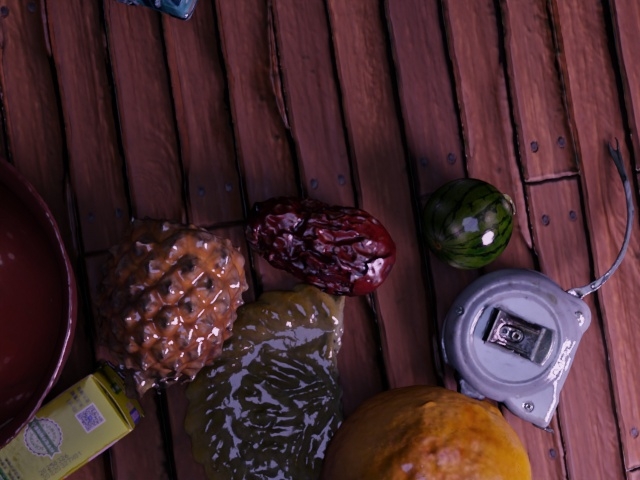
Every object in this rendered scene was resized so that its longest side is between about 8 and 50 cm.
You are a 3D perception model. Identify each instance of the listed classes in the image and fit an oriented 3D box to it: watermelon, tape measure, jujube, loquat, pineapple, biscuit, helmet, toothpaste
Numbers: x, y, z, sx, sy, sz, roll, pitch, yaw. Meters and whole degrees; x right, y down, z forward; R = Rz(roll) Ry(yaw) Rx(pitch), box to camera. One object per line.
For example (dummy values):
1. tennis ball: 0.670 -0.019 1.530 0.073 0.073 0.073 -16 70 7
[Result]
1. watermelon: 0.161 -0.022 1.306 0.109 0.109 0.109 0 89 -1
2. tape measure: 0.242 0.029 1.313 0.164 0.084 0.330 19 90 -5
3. jujube: 0.001 0.000 1.306 0.166 0.104 0.104 26 88 7
4. loquat: 0.105 0.261 1.245 0.238 0.193 0.238 -1 93 -21
5. pineapple: -0.165 0.074 1.269 0.166 0.166 0.193 20 83 -1
6. biscuit: -0.057 0.187 1.327 0.187 0.036 0.274 -4 89 -1
7. helmet: -0.402 0.063 1.228 0.385 0.230 0.338 33 86 11
8. toothpaste: -0.339 0.253 1.284 0.327 0.110 0.077 -35 92 -2

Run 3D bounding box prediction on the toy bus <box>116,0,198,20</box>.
1. toy bus: -0.246 -0.332 1.281 0.256 0.147 0.128 18 90 0
